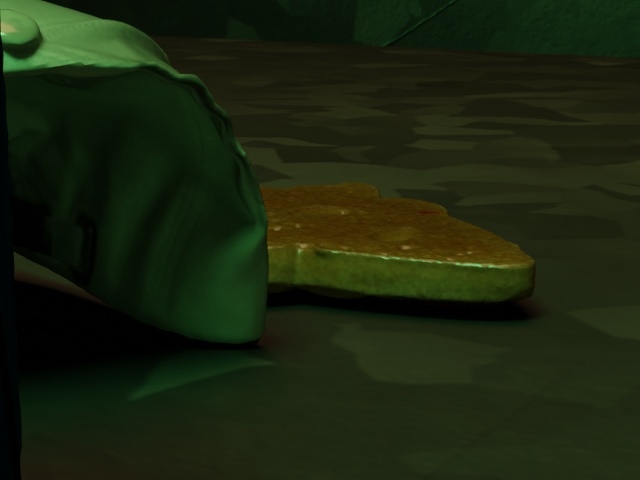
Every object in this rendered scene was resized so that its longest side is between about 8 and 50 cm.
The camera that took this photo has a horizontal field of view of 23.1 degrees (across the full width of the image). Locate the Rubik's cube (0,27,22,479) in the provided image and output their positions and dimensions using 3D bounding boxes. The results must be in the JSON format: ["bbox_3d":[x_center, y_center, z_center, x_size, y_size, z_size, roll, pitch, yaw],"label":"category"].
[{"bbox_3d":[-0.192,0.001,0.323,0.250,0.246,0.248,-1,11,-6],"label":"Rubik's cube"}]

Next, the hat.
[{"bbox_3d":[-0.182,-0.035,0.699,0.258,0.168,0.301,-6,14,-33],"label":"hat"}]

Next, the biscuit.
[{"bbox_3d":[0.000,0.000,0.844,0.280,0.043,0.183,16,22,39],"label":"biscuit"}]
